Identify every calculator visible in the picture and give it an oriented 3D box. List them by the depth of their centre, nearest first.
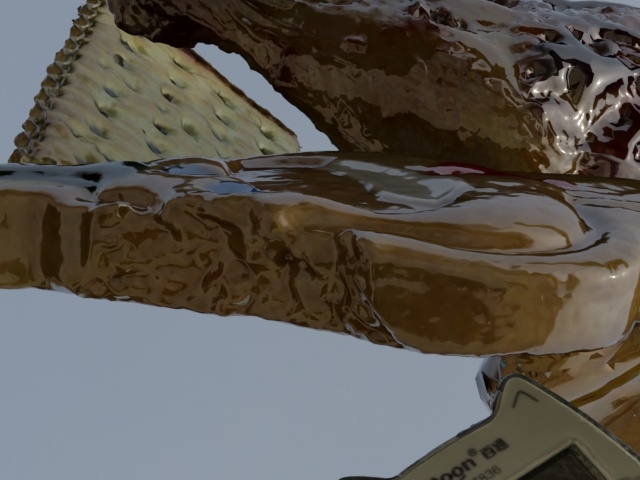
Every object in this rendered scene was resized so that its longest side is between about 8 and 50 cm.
[{"bbox_3d":[0.135,0.194,0.891,0.268,0.177,0.040,47,-22,37],"label":"calculator"}]

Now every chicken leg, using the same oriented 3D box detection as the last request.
[{"bbox_3d":[0.074,-0.071,0.710,0.177,0.322,0.083,58,-42,40],"label":"chicken leg"}]

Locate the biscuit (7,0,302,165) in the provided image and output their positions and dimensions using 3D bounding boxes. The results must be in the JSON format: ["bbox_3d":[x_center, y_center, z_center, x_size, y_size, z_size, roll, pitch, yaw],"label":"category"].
[{"bbox_3d":[-0.062,-0.039,0.750,0.144,0.203,0.016,38,-67,-18],"label":"biscuit"}]

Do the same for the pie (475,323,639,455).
[{"bbox_3d":[0.223,0.072,1.055,0.273,0.273,0.069,-47,-141,33],"label":"pie"}]

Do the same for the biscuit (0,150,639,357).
[{"bbox_3d":[-0.004,-0.003,0.543,0.320,0.183,0.047,2,-83,0],"label":"biscuit"}]
